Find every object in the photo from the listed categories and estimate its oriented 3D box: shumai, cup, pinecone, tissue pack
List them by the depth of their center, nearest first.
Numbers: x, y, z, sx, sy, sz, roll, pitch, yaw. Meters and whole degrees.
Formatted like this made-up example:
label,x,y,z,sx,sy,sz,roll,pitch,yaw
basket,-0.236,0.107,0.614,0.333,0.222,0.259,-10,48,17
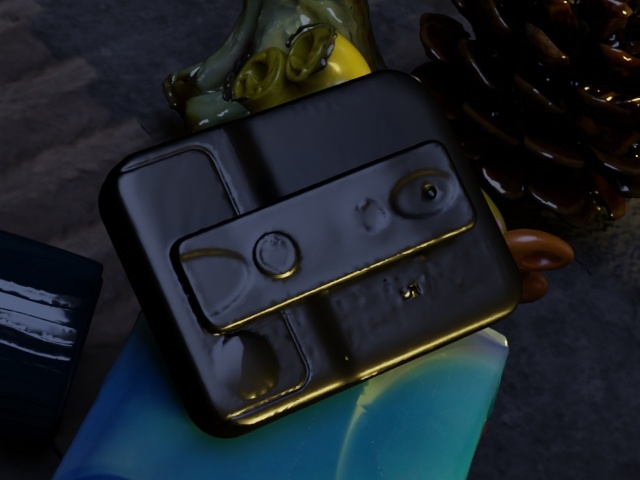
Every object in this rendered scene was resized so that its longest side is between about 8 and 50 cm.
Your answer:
label,x,y,z,sx,sy,sz,roll,pitch,yaw
tissue pack,-0.033,0.140,0.890,0.198,0.146,0.263,23,50,2
cup,-0.193,0.031,0.947,0.138,0.113,0.150,17,51,-7
shumai,-0.023,-0.088,1.113,0.142,0.184,0.184,-16,54,7
pinecone,0.165,-0.116,1.134,0.208,0.207,0.207,9,51,-11

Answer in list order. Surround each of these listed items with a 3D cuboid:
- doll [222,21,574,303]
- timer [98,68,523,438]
label,x,y,z,sx,sy,sz,roll,pitch,yaw
doll,0.039,-0.015,1.000,0.221,0.143,0.135,35,50,-32
timer,0.000,0.000,0.852,0.187,0.055,0.144,-22,82,-26
